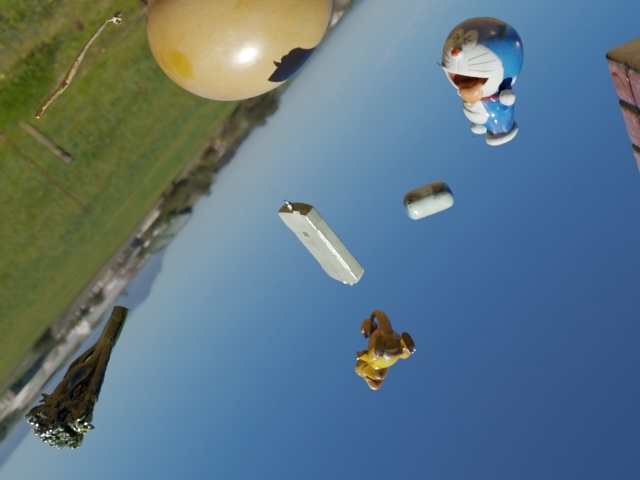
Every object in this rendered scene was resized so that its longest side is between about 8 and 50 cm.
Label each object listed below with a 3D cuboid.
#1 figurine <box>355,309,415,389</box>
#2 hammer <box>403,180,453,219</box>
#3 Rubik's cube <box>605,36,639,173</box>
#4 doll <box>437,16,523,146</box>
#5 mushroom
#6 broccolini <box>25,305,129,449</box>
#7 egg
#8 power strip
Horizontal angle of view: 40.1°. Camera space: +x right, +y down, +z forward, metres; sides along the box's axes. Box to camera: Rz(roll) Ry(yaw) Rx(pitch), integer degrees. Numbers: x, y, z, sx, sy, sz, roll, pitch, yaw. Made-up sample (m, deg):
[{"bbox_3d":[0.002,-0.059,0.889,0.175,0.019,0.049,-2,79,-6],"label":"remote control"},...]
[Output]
[{"bbox_3d":[0.109,0.213,1.746,0.176,0.121,0.122,113,-36,-49],"label":"figurine"},{"bbox_3d":[0.250,-0.091,2.089,0.116,0.069,0.194,-22,178,1],"label":"hammer"},{"bbox_3d":[0.672,-0.168,1.287,0.337,0.343,0.344,-24,-156,3],"label":"Rubik's cube"},{"bbox_3d":[0.325,-0.321,1.767,0.161,0.257,0.215,-27,-148,-18],"label":"doll"},{"bbox_3d":[-0.476,-0.352,1.725,0.026,0.028,0.286,-13,-139,59],"label":"mushroom"},{"bbox_3d":[-0.284,0.173,1.098,0.091,0.068,0.202,-6,-142,39],"label":"broccolini"},{"bbox_3d":[-0.152,-0.422,1.648,0.374,0.301,0.301,-12,-150,33],"label":"egg"},{"bbox_3d":[0.000,0.000,1.563,0.080,0.227,0.029,8,-124,47],"label":"power strip"}]
